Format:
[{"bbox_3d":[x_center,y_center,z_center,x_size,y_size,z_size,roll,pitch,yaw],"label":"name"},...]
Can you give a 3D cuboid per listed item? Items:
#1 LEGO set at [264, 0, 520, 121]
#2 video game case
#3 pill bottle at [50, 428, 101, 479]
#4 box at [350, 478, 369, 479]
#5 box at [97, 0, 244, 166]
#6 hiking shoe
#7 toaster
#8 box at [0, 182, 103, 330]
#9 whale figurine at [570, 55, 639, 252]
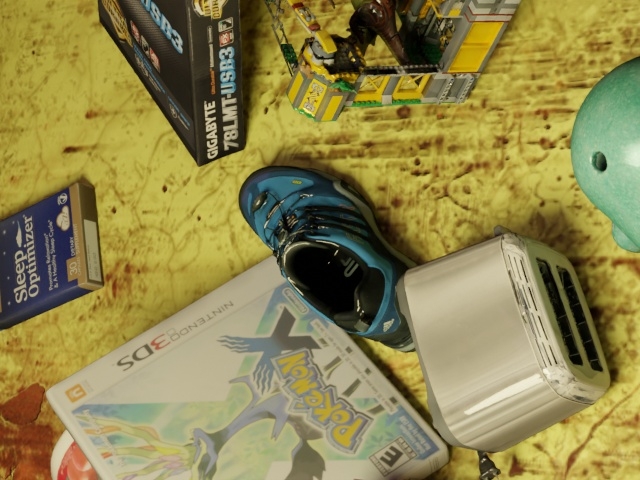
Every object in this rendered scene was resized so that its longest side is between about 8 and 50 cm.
[{"bbox_3d":[0.056,-0.289,1.645,0.192,0.255,0.331,117,149,-46],"label":"LEGO set"},{"bbox_3d":[-0.082,0.191,1.679,0.300,0.036,0.329,-31,52,-15],"label":"video game case"},{"bbox_3d":[-0.143,0.315,1.727,0.176,0.176,0.318,-55,52,17],"label":"pill bottle"},{"bbox_3d":[0.069,0.396,1.550,0.154,0.142,0.300,26,97,40],"label":"box"},{"bbox_3d":[-0.179,-0.285,1.853,0.295,0.073,0.293,55,158,34],"label":"box"},{"bbox_3d":[0.000,0.000,1.707,0.304,0.132,0.113,38,105,39],"label":"hiking shoe"},{"bbox_3d":[0.176,0.100,1.540,0.146,0.129,0.227,-29,61,29],"label":"toaster"},{"bbox_3d":[-0.370,0.028,2.079,0.225,0.036,0.136,-23,66,36],"label":"box"},{"bbox_3d":[0.315,-0.034,1.433,0.216,0.141,0.272,-36,68,56],"label":"whale figurine"}]
